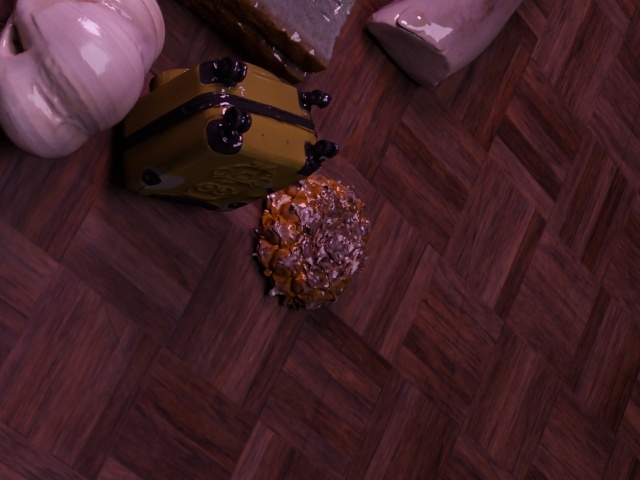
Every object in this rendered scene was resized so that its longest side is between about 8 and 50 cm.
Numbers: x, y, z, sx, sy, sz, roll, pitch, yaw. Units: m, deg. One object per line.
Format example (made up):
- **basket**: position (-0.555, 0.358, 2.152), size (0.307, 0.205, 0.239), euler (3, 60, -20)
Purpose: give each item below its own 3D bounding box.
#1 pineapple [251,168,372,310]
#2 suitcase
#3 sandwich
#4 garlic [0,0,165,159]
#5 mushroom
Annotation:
- **pineapple**: position (0.000, 0.000, 2.031), size (0.224, 0.076, 0.225), euler (-3, 94, -47)
- **suitcase**: position (-0.123, -0.136, 1.800), size (0.194, 0.234, 0.143), euler (13, 63, -45)
- **sandwich**: position (-0.048, -0.409, 1.928), size (0.262, 0.131, 0.325), euler (38, 65, -38)
- **garlic**: position (-0.282, -0.227, 1.661), size (0.281, 0.184, 0.203), euler (-55, 129, -29)
- **mushroom**: position (0.239, -0.376, 2.220), size (0.407, 0.137, 0.154), euler (-41, 106, -29)
